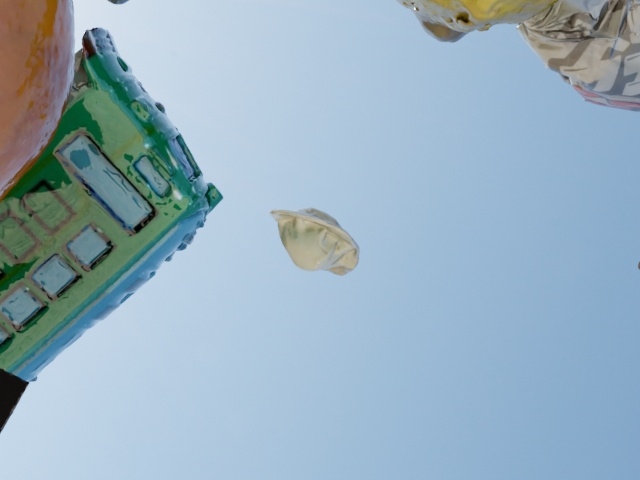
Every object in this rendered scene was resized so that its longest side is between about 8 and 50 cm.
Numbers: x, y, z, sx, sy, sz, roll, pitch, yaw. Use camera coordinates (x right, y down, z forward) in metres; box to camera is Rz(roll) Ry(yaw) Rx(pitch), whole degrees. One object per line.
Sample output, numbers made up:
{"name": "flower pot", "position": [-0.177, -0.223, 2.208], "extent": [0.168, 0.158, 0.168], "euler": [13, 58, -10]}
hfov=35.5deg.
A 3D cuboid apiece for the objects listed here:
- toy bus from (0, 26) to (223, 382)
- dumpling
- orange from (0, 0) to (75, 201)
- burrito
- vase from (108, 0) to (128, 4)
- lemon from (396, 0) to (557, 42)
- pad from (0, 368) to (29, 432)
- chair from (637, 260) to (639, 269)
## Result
{"name": "toy bus", "position": [-0.257, -0.005, 0.891], "extent": [0.343, 0.183, 0.199], "euler": [-41, -83, 2]}
{"name": "dumpling", "position": [0.001, 0.000, 0.754], "extent": [0.059, 0.043, 0.077], "euler": [-5, -63, 50]}
{"name": "orange", "position": [-0.272, -0.122, 0.533], "extent": [0.226, 0.283, 0.284], "euler": [15, -72, 60]}
{"name": "burrito", "position": [0.378, -0.192, 1.041], "extent": [0.101, 0.445, 0.139], "euler": [-130, -134, -64]}
{"name": "vase", "position": [-0.112, -0.266, 0.853], "extent": [0.211, 0.060, 0.060], "euler": [-27, -101, 29]}
{"name": "lemon", "position": [0.142, -0.320, 0.857], "extent": [0.245, 0.245, 0.320], "euler": [32, -52, 32]}
{"name": "pad", "position": [-0.415, 0.132, 0.688], "extent": [0.367, 0.007, 0.248], "euler": [22, -109, 12]}
{"name": "chair", "position": [0.603, 0.039, 1.151], "extent": [0.241, 0.203, 0.416], "euler": [-61, -156, 11]}
